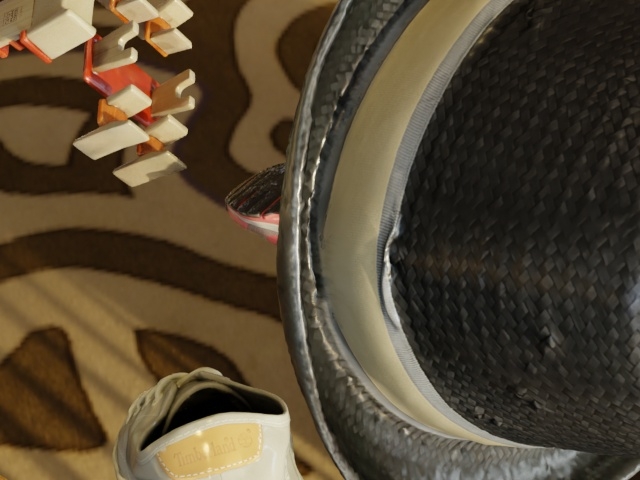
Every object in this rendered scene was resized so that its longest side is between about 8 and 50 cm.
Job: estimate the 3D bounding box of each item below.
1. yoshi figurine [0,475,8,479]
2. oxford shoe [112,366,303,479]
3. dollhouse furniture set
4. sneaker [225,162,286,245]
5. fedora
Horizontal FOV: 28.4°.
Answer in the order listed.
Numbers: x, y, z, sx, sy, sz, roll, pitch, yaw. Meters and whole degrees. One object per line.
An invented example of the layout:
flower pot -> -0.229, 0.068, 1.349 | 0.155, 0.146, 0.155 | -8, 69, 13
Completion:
yoshi figurine -> -0.157, 0.213, 0.297 | 0.203, 0.203, 0.362 | -27, 14, 21
oxford shoe -> -0.106, 0.173, 1.133 | 0.169, 0.130, 0.449 | -17, 6, -11
dollhouse furniture set -> -0.285, -0.229, 1.622 | 0.135, 0.259, 0.262 | -19, 55, 26
sneaker -> 0.000, 0.000, 1.535 | 0.116, 0.136, 0.314 | -38, 36, -30
fedora -> 0.149, -0.011, 0.484 | 0.334, 0.334, 0.152 | -32, 31, -30
